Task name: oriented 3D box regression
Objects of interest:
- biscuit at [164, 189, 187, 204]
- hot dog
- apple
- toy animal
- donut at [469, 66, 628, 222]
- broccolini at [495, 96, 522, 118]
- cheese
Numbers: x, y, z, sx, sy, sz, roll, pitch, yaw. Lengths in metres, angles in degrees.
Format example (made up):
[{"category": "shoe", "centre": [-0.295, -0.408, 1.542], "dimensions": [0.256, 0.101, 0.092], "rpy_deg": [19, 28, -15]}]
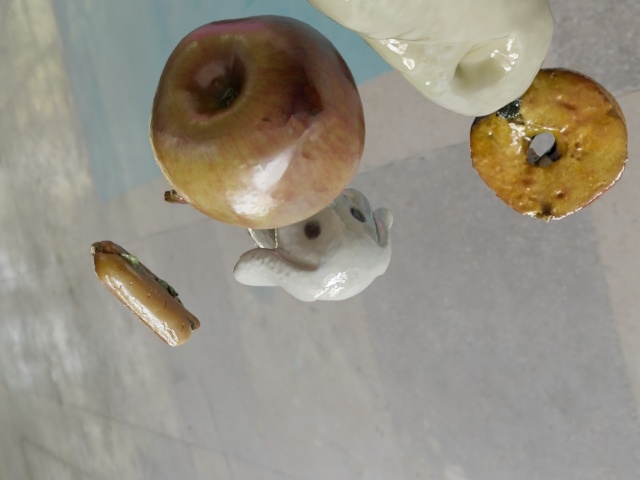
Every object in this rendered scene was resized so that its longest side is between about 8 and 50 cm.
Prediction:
[{"category": "biscuit", "centre": [-0.119, -0.054, 1.211], "dimensions": [0.119, 0.130, 0.019], "rpy_deg": [-21, -74, -82]}, {"category": "hot dog", "centre": [-0.293, 0.084, 1.729], "dimensions": [0.249, 0.068, 0.100], "rpy_deg": [50, -173, -37]}, {"category": "apple", "centre": [-0.060, -0.116, 1.000], "dimensions": [0.211, 0.211, 0.188], "rpy_deg": [60, -173, 30]}, {"category": "toy animal", "centre": [-0.016, 0.002, 1.555], "dimensions": [0.289, 0.249, 0.174], "rpy_deg": [-75, -31, -71]}, {"category": "donut", "centre": [0.358, -0.154, 1.607], "dimensions": [0.253, 0.118, 0.253], "rpy_deg": [17, 125, 26]}, {"category": "broccolini", "centre": [0.206, -0.218, 1.435], "dimensions": [0.194, 0.052, 0.054], "rpy_deg": [32, 92, 33]}, {"category": "cheese", "centre": [0.027, -0.264, 0.795], "dimensions": [0.129, 0.351, 0.328], "rpy_deg": [-43, 63, 18]}]
